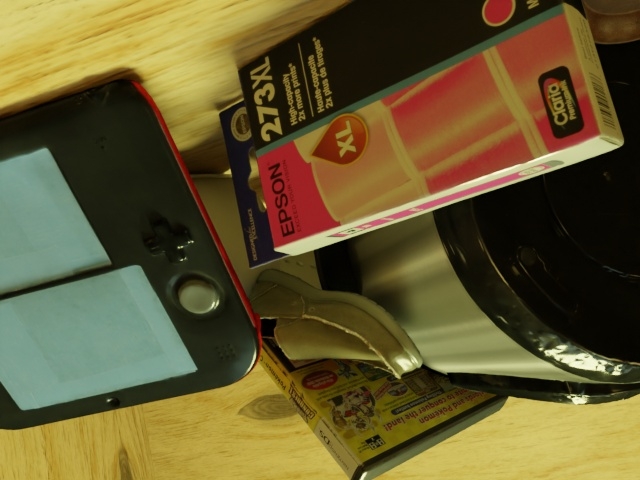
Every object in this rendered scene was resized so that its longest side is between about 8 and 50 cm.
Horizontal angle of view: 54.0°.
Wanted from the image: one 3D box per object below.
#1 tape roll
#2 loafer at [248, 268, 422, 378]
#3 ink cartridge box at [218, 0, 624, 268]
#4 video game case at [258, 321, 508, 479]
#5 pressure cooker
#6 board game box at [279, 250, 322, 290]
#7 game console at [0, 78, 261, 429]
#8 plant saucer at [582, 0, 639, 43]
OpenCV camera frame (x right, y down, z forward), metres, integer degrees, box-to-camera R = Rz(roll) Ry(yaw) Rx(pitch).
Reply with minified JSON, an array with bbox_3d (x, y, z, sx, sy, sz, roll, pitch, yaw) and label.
[{"bbox_3d":[-0.193,0.035,0.849,0.169,0.246,0.246,-6,169,-40],"label":"tape roll"},{"bbox_3d":[0.003,0.106,0.701,0.251,0.087,0.094,14,149,46],"label":"loafer"},{"bbox_3d":[0.035,-0.101,0.527,0.371,0.175,0.069,-19,169,39],"label":"ink cartridge box"},{"bbox_3d":[0.070,0.163,0.813,0.275,0.248,0.035,-9,131,-41],"label":"video game case"},{"bbox_3d":[0.226,-0.016,0.744,0.375,0.370,0.420,-57,-173,-19],"label":"pressure cooker"},{"bbox_3d":[0.068,0.082,1.063,0.390,0.390,0.050,-21,139,-56],"label":"board game box"},{"bbox_3d":[-0.282,0.045,0.654,0.387,0.342,0.060,-15,-149,12],"label":"game console"},{"bbox_3d":[0.281,-0.223,0.500,0.169,0.029,0.168,-12,160,-4],"label":"plant saucer"}]
